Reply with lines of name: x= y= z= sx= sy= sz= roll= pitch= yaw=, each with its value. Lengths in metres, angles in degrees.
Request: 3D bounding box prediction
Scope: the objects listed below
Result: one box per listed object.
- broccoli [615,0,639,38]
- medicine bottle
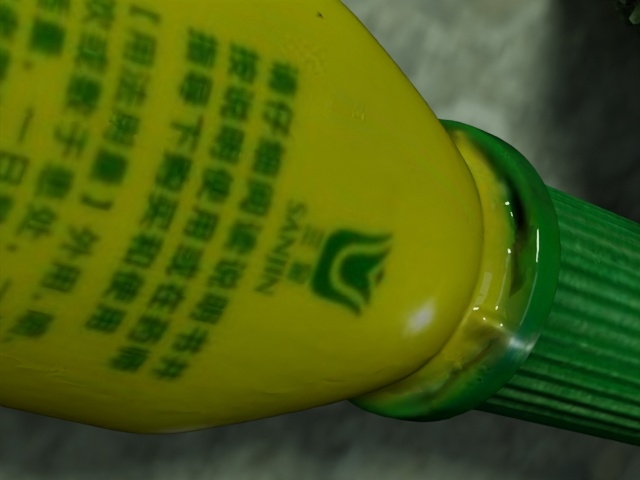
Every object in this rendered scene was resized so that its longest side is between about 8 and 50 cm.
broccoli: x=0.200 y=-0.153 z=0.499 sx=0.221 sy=0.252 sz=0.361 roll=4 pitch=69 yaw=-37
medicine bottle: x=0.000 y=0.000 z=0.461 sx=0.309 sy=0.076 sz=0.111 roll=18 pitch=102 yaw=-35
